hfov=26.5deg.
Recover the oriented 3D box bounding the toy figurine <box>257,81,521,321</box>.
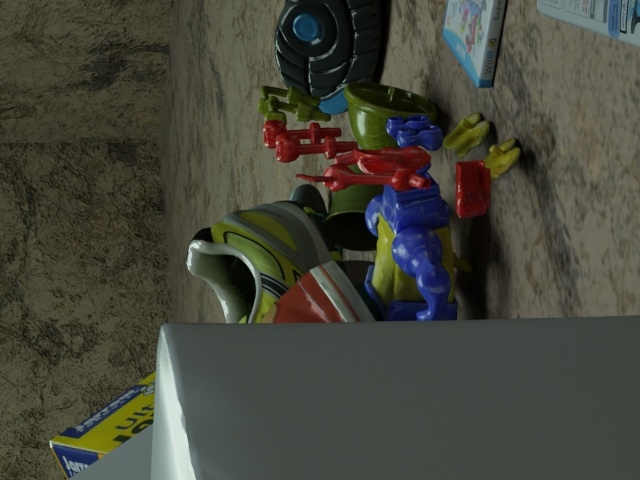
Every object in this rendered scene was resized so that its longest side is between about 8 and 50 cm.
[{"bbox_3d":[0.048,-0.007,1.229,0.362,0.191,0.217,-122,29,-69],"label":"toy figurine"}]

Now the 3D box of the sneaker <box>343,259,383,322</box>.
[{"bbox_3d":[0.003,0.119,1.600,0.302,0.108,0.121,126,145,-68],"label":"sneaker"}]

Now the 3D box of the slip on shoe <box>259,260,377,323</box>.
[{"bbox_3d":[0.054,0.179,1.178,0.331,0.101,0.123,59,177,7],"label":"slip on shoe"}]

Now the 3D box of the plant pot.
[{"bbox_3d":[0.045,-0.043,1.491,0.083,0.083,0.079,110,167,-59],"label":"plant pot"}]

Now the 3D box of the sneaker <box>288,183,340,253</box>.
[{"bbox_3d":[0.000,0.000,1.755,0.076,0.065,0.167,-36,57,55],"label":"sneaker"}]

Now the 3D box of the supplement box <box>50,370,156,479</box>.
[{"bbox_3d":[-0.072,0.300,1.325,0.195,0.194,0.357,-3,116,53],"label":"supplement box"}]

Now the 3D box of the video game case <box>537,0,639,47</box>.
[{"bbox_3d":[0.209,-0.279,0.797,0.300,0.036,0.329,-126,38,-70],"label":"video game case"}]

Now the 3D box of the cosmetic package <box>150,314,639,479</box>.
[{"bbox_3d":[0.078,0.286,0.749,0.327,0.329,0.394,-116,29,-63],"label":"cosmetic package"}]

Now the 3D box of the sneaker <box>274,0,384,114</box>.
[{"bbox_3d":[0.025,-0.308,1.533,0.140,0.125,0.341,-59,-24,-57],"label":"sneaker"}]

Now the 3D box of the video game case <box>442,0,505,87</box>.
[{"bbox_3d":[0.137,-0.232,1.174,0.119,0.015,0.166,-111,23,-57],"label":"video game case"}]

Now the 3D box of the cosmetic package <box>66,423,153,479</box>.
[{"bbox_3d":[-0.117,0.276,1.027,0.217,0.385,0.156,27,142,43],"label":"cosmetic package"}]

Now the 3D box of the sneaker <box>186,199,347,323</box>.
[{"bbox_3d":[-0.016,0.133,1.401,0.385,0.147,0.145,57,138,27],"label":"sneaker"}]
